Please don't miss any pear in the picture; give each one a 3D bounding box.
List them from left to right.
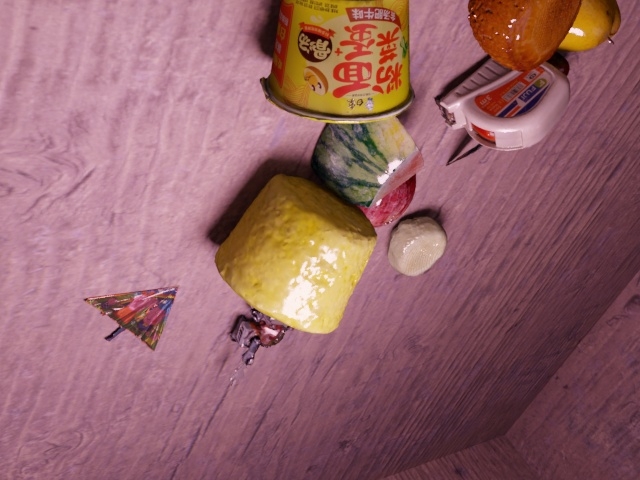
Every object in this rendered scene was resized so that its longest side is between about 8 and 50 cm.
[{"bbox_3d":[0.649,-0.551,1.790,0.267,0.178,0.267,-21,137,-21],"label":"pear"}]

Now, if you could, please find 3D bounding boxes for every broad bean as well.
[{"bbox_3d":[0.611,-0.435,1.962,0.114,0.084,0.165,-7,146,-33],"label":"broad bean"}]

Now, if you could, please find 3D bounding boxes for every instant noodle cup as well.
[{"bbox_3d":[0.040,-0.389,1.385,0.311,0.311,0.222,-17,130,-25],"label":"instant noodle cup"}]

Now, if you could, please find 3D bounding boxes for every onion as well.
[{"bbox_3d":[0.171,-0.142,1.901,0.227,0.120,0.284,-16,140,-34],"label":"onion"}]

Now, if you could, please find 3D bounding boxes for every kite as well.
[{"bbox_3d":[-0.454,0.184,1.836,0.234,0.016,0.321,-35,145,-1],"label":"kite"},{"bbox_3d":[0.462,-0.283,1.962,0.335,0.011,0.314,-33,-177,39],"label":"kite"}]

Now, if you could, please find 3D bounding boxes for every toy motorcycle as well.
[{"bbox_3d":[-0.162,0.239,2.043,0.207,0.134,0.401,11,122,-45],"label":"toy motorcycle"}]

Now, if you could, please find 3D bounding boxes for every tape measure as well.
[{"bbox_3d":[0.468,-0.349,1.815,0.258,0.265,0.130,-41,148,-6],"label":"tape measure"}]

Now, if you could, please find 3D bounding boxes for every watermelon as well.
[{"bbox_3d":[0.122,-0.221,1.741,0.262,0.213,0.201,-50,159,28],"label":"watermelon"}]

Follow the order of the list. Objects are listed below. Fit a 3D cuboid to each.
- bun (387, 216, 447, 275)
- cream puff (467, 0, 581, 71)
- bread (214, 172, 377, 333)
[{"bbox_3d":[0.283,0.011,2.169,0.195,0.118,0.195,-19,135,-21],"label":"bun"},{"bbox_3d":[0.449,-0.544,1.601,0.303,0.212,0.303,-28,140,-27],"label":"cream puff"},{"bbox_3d":[-0.045,0.030,1.735,0.348,0.348,0.308,17,114,-48],"label":"bread"}]
